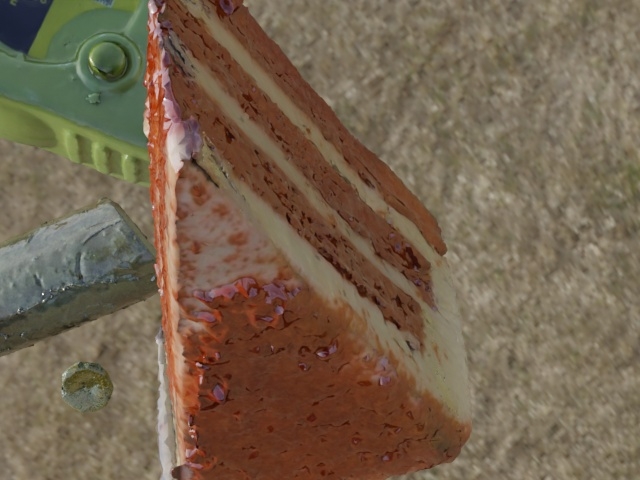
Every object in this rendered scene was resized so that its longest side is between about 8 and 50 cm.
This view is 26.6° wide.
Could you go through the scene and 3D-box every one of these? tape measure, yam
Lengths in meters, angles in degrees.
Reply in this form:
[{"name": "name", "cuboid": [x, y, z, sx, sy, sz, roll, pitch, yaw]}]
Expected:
[{"name": "tape measure", "cuboid": [-0.149, -0.126, 0.763, 0.200, 0.106, 0.175, 15, 76, -1]}, {"name": "yam", "cuboid": [-0.358, 0.049, 1.920, 0.304, 0.168, 0.168, -24, 52, 11]}]

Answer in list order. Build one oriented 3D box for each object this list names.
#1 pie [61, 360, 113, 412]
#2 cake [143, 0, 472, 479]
[{"name": "pie", "cuboid": [-0.346, 0.218, 2.008, 0.084, 0.084, 0.020, -31, 18, 11]}, {"name": "cake", "cuboid": [0.000, 0.000, 0.626, 0.160, 0.262, 0.158, -2, 51, -6]}]
